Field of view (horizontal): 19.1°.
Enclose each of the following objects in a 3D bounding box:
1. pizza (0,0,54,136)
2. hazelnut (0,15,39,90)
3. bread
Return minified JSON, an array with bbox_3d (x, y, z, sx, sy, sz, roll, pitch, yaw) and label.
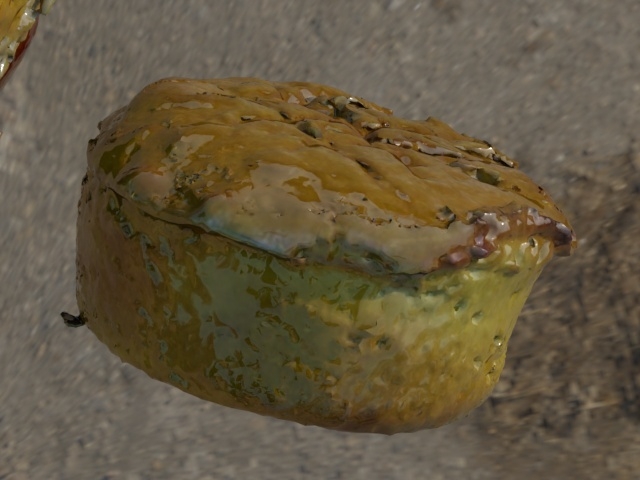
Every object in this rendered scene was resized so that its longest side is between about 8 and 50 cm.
[{"bbox_3d":[-0.126,-0.104,0.552,0.288,0.074,0.251,-16,58,0],"label":"pizza"},{"bbox_3d":[-0.298,-0.179,1.422,0.204,0.178,0.178,23,72,35],"label":"hazelnut"},{"bbox_3d":[0.000,0.000,1.496,0.398,0.398,0.215,12,105,-11],"label":"bread"}]
